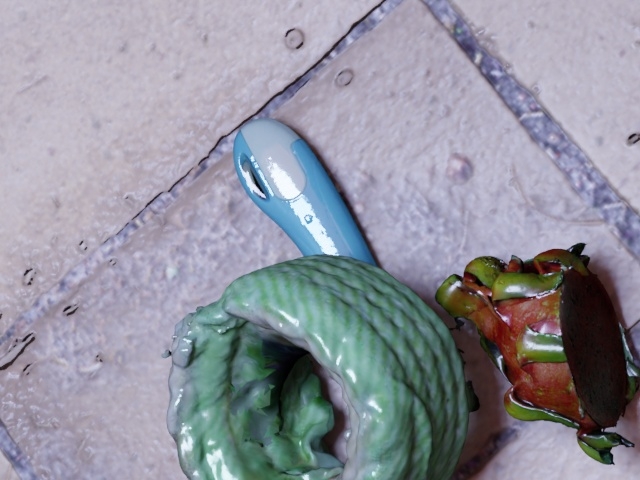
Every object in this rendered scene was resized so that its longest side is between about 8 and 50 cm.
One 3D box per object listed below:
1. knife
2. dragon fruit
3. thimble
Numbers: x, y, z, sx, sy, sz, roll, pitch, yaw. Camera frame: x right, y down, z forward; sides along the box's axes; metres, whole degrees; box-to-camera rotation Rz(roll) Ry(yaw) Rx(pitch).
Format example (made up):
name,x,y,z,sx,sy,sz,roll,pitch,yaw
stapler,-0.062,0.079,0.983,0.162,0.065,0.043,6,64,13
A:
name,x,y,z,sx,sy,sz,roll,pitch,yaw
knife,0.000,0.000,1.481,0.064,0.031,0.222,-31,80,8
dragon fruit,0.169,0.071,1.389,0.175,0.138,0.142,18,66,38
thimble,-0.003,0.118,1.384,0.219,0.150,0.219,8,104,32
